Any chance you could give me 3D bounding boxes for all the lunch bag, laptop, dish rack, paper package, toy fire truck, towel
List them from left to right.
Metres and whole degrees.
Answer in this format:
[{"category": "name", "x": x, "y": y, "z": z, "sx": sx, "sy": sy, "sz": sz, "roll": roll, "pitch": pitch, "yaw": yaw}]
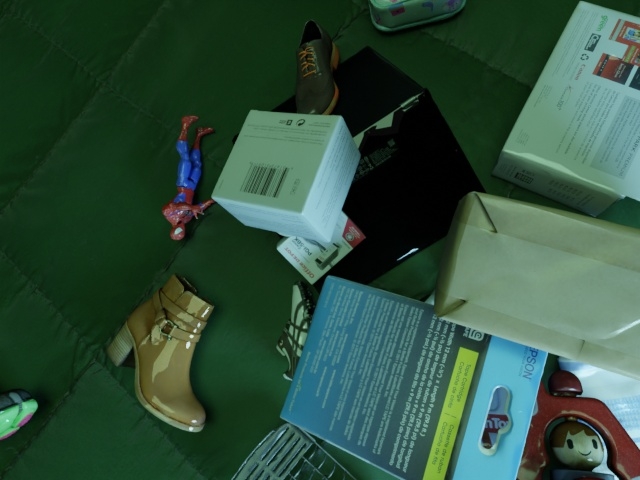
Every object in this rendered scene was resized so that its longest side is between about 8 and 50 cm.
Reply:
[{"category": "dish rack", "x": -0.024, "y": 0.466, "z": 0.743, "sx": 0.272, "sy": 0.074, "sz": 0.208, "roll": 39, "pitch": 75, "yaw": 11}, {"category": "laptop", "x": 0.063, "y": -0.153, "z": 0.916, "sx": 0.382, "sy": 0.236, "sz": 0.407, "roll": -33, "pitch": 101, "yaw": 6}, {"category": "lunch bag", "x": 0.191, "y": -0.607, "z": 0.936, "sx": 0.224, "sy": 0.108, "sz": 0.278, "roll": -11, "pitch": 75, "yaw": 15}, {"category": "toy fire truck", "x": 0.334, "y": 0.330, "z": 0.668, "sx": 0.303, "sy": 0.169, "sz": 0.253, "roll": -4, "pitch": 63, "yaw": 16}, {"category": "paper package", "x": 0.339, "y": 0.040, "z": 0.632, "sx": 0.310, "sy": 0.325, "sz": 0.167, "roll": 16, "pitch": 99, "yaw": 16}, {"category": "towel", "x": 0.529, "y": 0.307, "z": 0.688, "sx": 0.210, "sy": 0.034, "sz": 0.284, "roll": -13, "pitch": 75, "yaw": 12}]

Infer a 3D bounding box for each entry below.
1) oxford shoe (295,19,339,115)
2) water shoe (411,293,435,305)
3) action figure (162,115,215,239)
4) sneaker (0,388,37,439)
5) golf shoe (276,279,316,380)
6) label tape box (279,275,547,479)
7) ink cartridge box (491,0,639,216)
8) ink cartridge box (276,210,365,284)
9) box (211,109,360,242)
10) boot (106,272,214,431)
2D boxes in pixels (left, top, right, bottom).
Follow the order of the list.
[{"category": "oxford shoe", "x": -0.022, "y": -0.349, "z": 0.896, "sx": 0.097, "sy": 0.098, "sz": 0.271, "roll": -13, "pitch": 54, "yaw": 22}, {"category": "water shoe", "x": 0.124, "y": 0.148, "z": 0.805, "sx": 0.203, "sy": 0.073, "sz": 0.080, "roll": -36, "pitch": 70, "yaw": 4}, {"category": "action figure", "x": -0.268, "y": -0.134, "z": 0.955, "sx": 0.139, "sy": 0.091, "sz": 0.279, "roll": 5, "pitch": 79, "yaw": 24}, {"category": "sneaker", "x": -0.863, "y": 0.368, "z": 0.951, "sx": 0.484, "sy": 0.185, "sz": 0.202, "roll": -8, "pitch": 80, "yaw": 11}, {"category": "golf shoe", "x": -0.048, "y": 0.178, "z": 0.841, "sx": 0.094, "sy": 0.077, "sz": 0.197, "roll": -12, "pitch": 74, "yaw": 12}, {"category": "label tape box", "x": 0.138, "y": 0.222, "z": 0.676, "sx": 0.348, "sy": 0.115, "sz": 0.248, "roll": 14, "pitch": 79, "yaw": 27}, {"category": "ink cartridge box", "x": 0.506, "y": -0.215, "z": 0.757, "sx": 0.272, "sy": 0.130, "sz": 0.309, "roll": 28, "pitch": 86, "yaw": 17}, {"category": "ink cartridge box", "x": 0.000, "y": 0.000, "z": 0.797, "sx": 0.135, "sy": 0.056, "sz": 0.099, "roll": -43, "pitch": 100, "yaw": 7}, {"category": "box", "x": -0.053, "y": -0.111, "z": 0.731, "sx": 0.181, "sy": 0.119, "sz": 0.181, "roll": 12, "pitch": 73, "yaw": 26}, {"category": "boot", "x": -0.285, "y": 0.223, "z": 0.888, "sx": 0.284, "sy": 0.109, "sz": 0.220, "roll": 38, "pitch": 85, "yaw": 26}]
